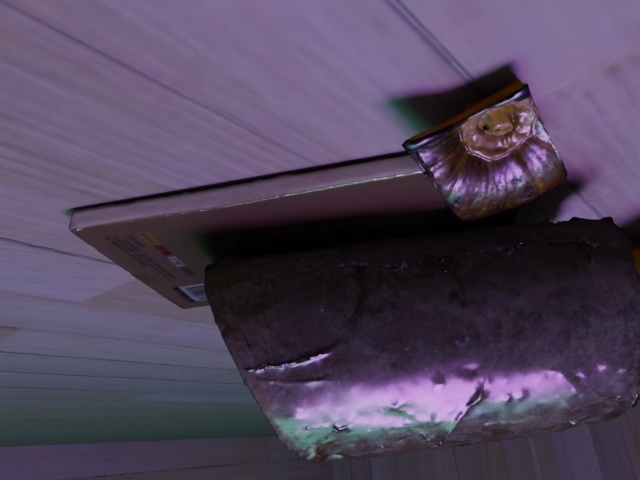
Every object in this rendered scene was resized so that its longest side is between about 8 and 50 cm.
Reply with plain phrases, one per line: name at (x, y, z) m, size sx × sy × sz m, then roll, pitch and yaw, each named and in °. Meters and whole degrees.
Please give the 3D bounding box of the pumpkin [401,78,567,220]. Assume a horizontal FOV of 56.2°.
pumpkin at (0.093, -0.051, 0.345) m, size 0.073 × 0.035 × 0.101 m, roll -32°, pitch 139°, yaw 12°

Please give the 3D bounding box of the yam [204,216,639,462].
yam at (0.076, 0.073, 0.451) m, size 0.305 × 0.167 × 0.168 m, roll -7°, pitch 159°, yaw -5°

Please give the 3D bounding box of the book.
book at (0.000, 0.000, 0.482) m, size 0.311 × 0.021 × 0.217 m, roll -9°, pitch 158°, yaw 5°

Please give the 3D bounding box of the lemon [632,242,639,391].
lemon at (0.371, 0.078, 0.574) m, size 0.188 × 0.188 × 0.257 m, roll -19°, pitch 155°, yaw 28°
